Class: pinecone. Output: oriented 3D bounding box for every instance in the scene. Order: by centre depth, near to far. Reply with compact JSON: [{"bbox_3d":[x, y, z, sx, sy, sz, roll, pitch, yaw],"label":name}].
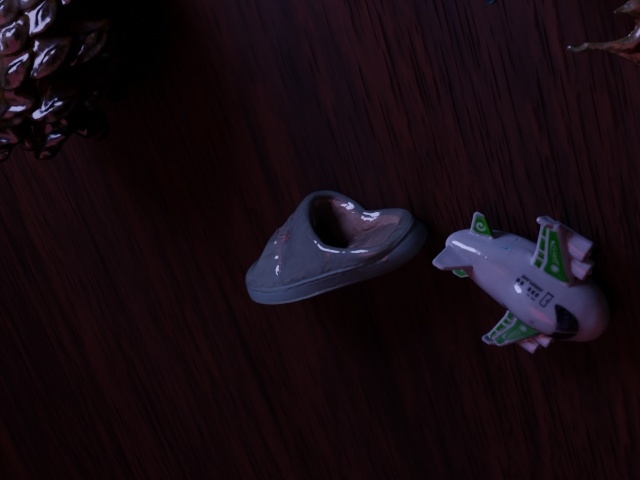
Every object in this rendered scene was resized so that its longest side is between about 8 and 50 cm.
[{"bbox_3d":[-0.330,-0.234,1.086,0.298,0.242,0.295,23,141,26],"label":"pinecone"}]

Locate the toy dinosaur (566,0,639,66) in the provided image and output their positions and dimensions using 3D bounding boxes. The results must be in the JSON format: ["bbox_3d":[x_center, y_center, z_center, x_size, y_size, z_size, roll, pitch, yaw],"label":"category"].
[{"bbox_3d":[0.271,-0.198,0.707,0.207,0.113,0.327,-36,104,23],"label":"toy dinosaur"}]

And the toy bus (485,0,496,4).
[{"bbox_3d":[0.104,-0.296,0.752,0.201,0.114,0.098,43,139,0],"label":"toy bus"}]

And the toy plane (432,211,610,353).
[{"bbox_3d":[0.197,0.042,0.944,0.174,0.080,0.174,21,131,26],"label":"toy plane"}]

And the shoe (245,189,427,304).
[{"bbox_3d":[0.000,0.000,1.073,0.251,0.103,0.100,-15,109,40],"label":"shoe"}]
